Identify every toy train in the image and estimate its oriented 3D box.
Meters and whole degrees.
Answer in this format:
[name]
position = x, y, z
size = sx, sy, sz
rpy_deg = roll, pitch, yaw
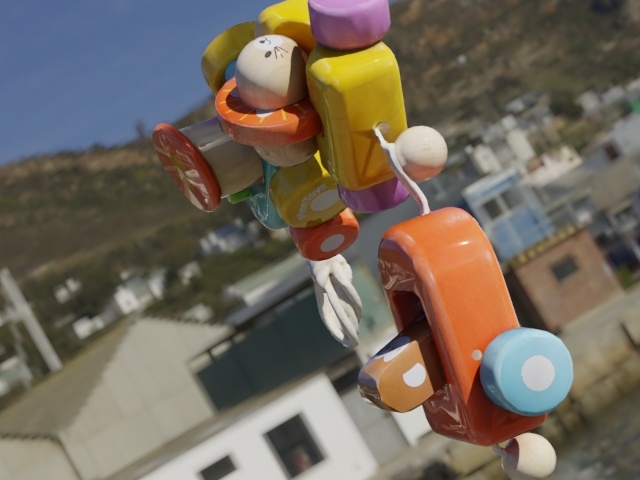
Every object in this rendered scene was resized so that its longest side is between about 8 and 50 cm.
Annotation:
[toy train]
position = 0.000, 0.000, 0.419
size = 0.046, 0.125, 0.166
rpy_deg = -21, 10, -16
